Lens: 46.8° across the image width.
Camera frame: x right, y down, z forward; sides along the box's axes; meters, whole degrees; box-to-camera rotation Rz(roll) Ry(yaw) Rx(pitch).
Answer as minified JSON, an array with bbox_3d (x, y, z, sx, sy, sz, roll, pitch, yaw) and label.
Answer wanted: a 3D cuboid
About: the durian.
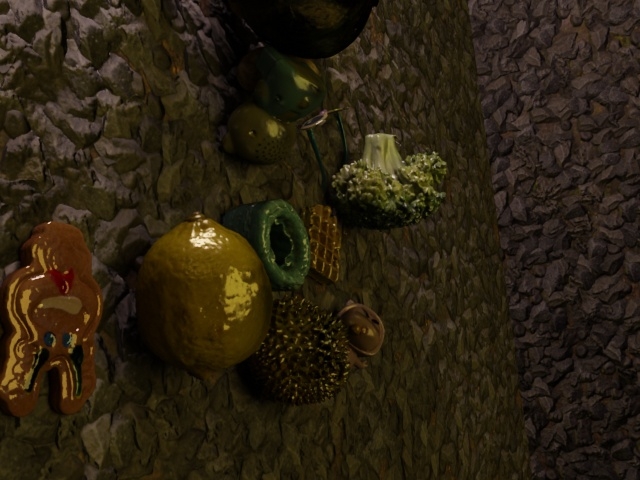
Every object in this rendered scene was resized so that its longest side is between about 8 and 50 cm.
[{"bbox_3d":[-0.042,0.269,1.736,0.293,0.258,0.258,63,35,-47],"label":"durian"}]

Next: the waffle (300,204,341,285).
[{"bbox_3d":[0.000,0.000,2.025,0.160,0.055,0.211,38,51,-48],"label":"waffle"}]

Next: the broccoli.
[{"bbox_3d":[0.182,-0.171,2.180,0.347,0.293,0.281,0,86,-20],"label":"broccoli"}]

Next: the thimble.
[{"bbox_3d":[-0.127,0.021,1.731,0.198,0.143,0.235,-49,123,-50],"label":"thimble"}]

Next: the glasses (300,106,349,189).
[{"bbox_3d":[0.007,-0.268,2.118,0.189,0.088,0.221,-42,138,-55],"label":"glasses"}]

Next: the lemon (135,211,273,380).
[{"bbox_3d":[-0.223,0.107,1.440,0.268,0.268,0.322,6,90,-58],"label":"lemon"}]

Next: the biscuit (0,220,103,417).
[{"bbox_3d":[-0.457,0.132,1.264,0.202,0.047,0.334,22,64,-55],"label":"biscuit"}]

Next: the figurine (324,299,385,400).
[{"bbox_3d":[0.076,0.285,1.983,0.176,0.186,0.287,51,54,-2],"label":"figurine"}]

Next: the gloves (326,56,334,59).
[{"bbox_3d":[0.007,-0.574,2.108,0.212,0.127,0.111,4,105,-84],"label":"gloves"}]

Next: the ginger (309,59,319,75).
[{"bbox_3d":[-0.076,-0.526,2.029,0.176,0.052,0.193,-29,100,-57],"label":"ginger"}]

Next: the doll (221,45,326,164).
[{"bbox_3d":[-0.112,-0.299,1.748,0.177,0.261,0.161,14,30,-48],"label":"doll"}]

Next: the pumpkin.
[{"bbox_3d":[-0.063,-0.629,1.702,0.344,0.454,0.454,-40,126,-8],"label":"pumpkin"}]

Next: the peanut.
[{"bbox_3d":[-0.111,-0.416,1.858,0.253,0.122,0.137,6,58,-44],"label":"peanut"}]
